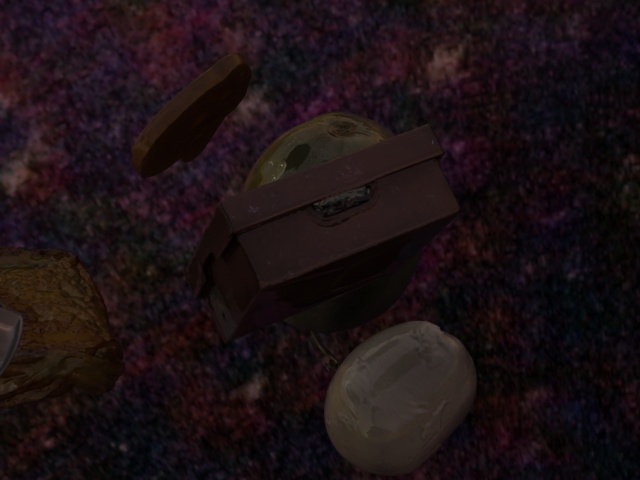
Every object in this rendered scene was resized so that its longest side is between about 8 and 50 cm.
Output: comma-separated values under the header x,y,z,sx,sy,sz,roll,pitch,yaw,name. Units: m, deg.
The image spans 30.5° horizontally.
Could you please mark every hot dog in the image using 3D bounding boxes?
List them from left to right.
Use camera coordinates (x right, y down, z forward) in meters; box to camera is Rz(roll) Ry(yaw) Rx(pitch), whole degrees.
x,y,z,sx,sy,sz,roll,pitch,yaw,name
-0.302,0.108,1.252,0.175,0.114,0.259,3,26,-23,hot dog

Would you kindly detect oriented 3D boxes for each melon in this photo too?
x,y,z,sx,sy,sz,roll,pitch,yaw,name
0.014,-0.019,1.559,0.308,0.272,0.272,-51,37,31,melon

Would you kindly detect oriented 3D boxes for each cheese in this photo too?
x,y,z,sx,sy,sz,roll,pitch,yaw,name
0.092,0.193,1.425,0.154,0.198,0.189,35,76,18,cheese

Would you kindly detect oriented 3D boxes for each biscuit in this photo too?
x,y,z,sx,sy,sz,roll,pitch,yaw,name
-0.118,-0.108,1.060,0.023,0.118,0.140,42,66,10,biscuit

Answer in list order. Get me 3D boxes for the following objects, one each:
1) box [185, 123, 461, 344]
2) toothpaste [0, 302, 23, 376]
x,y,z,sx,sy,sz,roll,pitch,yaw,name
0.000,0.000,1.081,0.215,0.215,0.086,-21,79,-20,box
-0.328,0.025,0.783,0.096,0.266,0.061,-48,36,21,toothpaste
